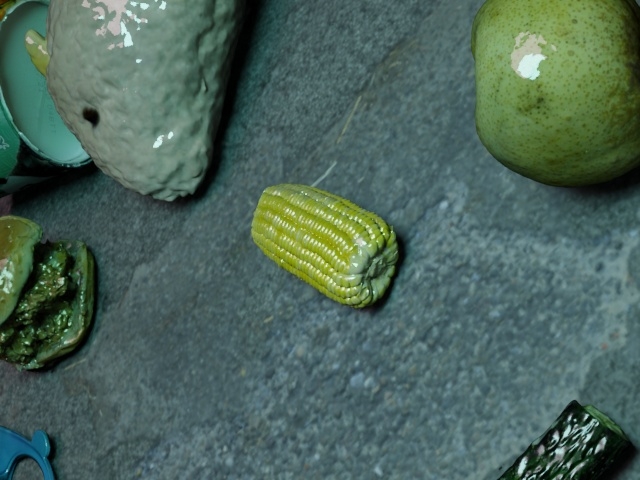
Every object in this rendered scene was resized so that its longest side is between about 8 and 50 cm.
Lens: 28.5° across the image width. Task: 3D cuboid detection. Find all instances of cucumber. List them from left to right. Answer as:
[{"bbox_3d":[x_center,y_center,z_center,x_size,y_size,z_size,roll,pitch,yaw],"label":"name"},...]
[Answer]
[{"bbox_3d":[0.146,0.192,0.914,0.187,0.058,0.058,-48,48,19],"label":"cucumber"}]

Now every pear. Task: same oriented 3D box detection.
[{"bbox_3d":[0.182,-0.125,0.943,0.136,0.167,0.167,-12,64,21],"label":"pear"}]

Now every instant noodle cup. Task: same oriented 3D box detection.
[{"bbox_3d":[-0.362,-0.157,1.409,0.190,0.251,0.251,-10,66,30],"label":"instant noodle cup"}]

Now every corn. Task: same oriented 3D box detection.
[{"bbox_3d":[0.000,0.000,1.124,0.165,0.063,0.085,24,114,47],"label":"corn"}]

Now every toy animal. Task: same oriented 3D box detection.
[{"bbox_3d":[-0.186,-0.231,1.296,0.226,0.188,0.358,14,91,42],"label":"toy animal"}]

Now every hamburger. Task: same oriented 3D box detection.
[{"bbox_3d":[-0.335,0.056,1.360,0.185,0.131,0.159,-31,51,35],"label":"hamburger"}]

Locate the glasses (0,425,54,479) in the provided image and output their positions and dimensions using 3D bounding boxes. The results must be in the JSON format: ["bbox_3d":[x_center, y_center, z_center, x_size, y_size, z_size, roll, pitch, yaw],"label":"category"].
[{"bbox_3d":[-0.405,0.272,1.328,0.239,0.207,0.102,9,115,46],"label":"glasses"}]
